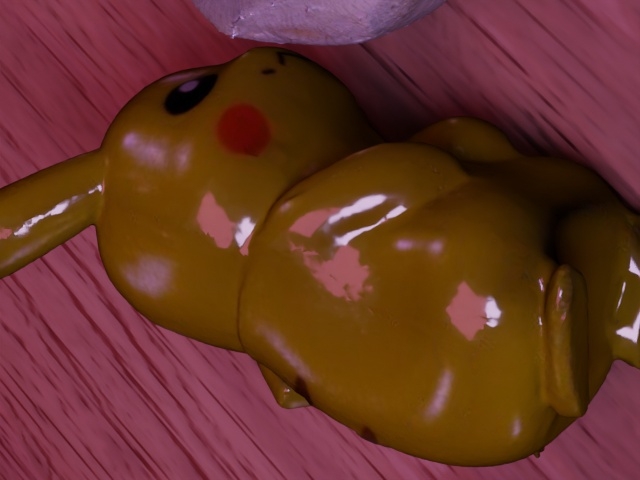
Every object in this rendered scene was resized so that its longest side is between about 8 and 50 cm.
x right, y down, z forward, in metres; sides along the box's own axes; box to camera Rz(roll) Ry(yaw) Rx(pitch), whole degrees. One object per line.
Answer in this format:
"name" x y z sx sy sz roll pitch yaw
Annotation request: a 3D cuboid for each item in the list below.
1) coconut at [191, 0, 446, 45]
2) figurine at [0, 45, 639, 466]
"coconut" -0.005 -0.170 0.949 0.161 0.162 0.161 11 108 38
"figurine" 0.006 0.002 0.976 0.327 0.218 0.169 26 110 23
